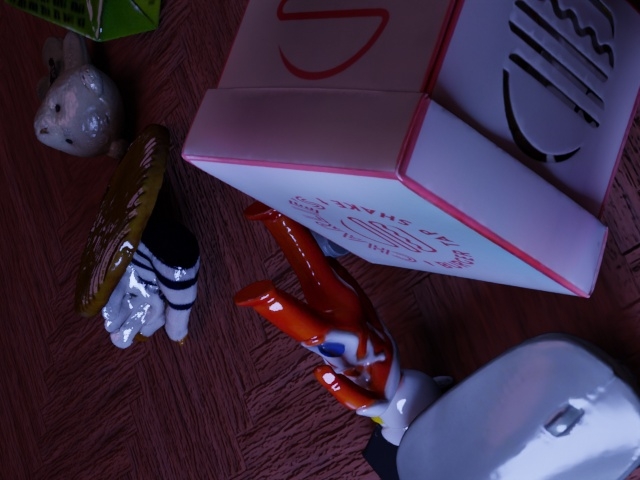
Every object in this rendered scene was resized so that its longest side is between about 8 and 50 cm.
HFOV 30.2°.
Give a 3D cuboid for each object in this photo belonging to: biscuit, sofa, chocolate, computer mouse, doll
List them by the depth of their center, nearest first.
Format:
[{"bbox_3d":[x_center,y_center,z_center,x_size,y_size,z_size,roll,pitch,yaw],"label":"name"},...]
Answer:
[{"bbox_3d":[0.213,0.232,1.300,0.197,0.095,0.331,43,128,2],"label":"computer mouse"},{"bbox_3d":[0.035,0.117,1.367,0.099,0.384,0.188,-23,39,26],"label":"doll"},{"bbox_3d":[0.108,0.288,1.499,0.118,0.039,0.060,47,125,35],"label":"sofa"},{"bbox_3d":[-0.307,-0.032,1.800,0.318,0.040,0.318,-55,23,36],"label":"biscuit"},{"bbox_3d":[-0.362,-0.481,1.854,0.301,0.137,0.289,27,114,42],"label":"chocolate"},{"bbox_3d":[-0.424,-0.237,1.963,0.278,0.149,0.175,43,159,51],"label":"doll"}]

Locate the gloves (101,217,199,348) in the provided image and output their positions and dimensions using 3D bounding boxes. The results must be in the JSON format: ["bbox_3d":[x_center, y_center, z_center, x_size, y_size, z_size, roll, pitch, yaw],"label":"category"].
[{"bbox_3d":[-0.255,0.072,1.813,0.218,0.140,0.131,118,163,-50],"label":"gloves"}]

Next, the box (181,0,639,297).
[{"bbox_3d":[0.108,-0.145,1.187,0.312,0.314,0.300,9,75,47],"label":"box"}]

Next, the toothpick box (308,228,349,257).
[{"bbox_3d":[0.000,0.000,1.573,0.083,0.052,0.052,-13,85,49],"label":"toothpick box"}]
